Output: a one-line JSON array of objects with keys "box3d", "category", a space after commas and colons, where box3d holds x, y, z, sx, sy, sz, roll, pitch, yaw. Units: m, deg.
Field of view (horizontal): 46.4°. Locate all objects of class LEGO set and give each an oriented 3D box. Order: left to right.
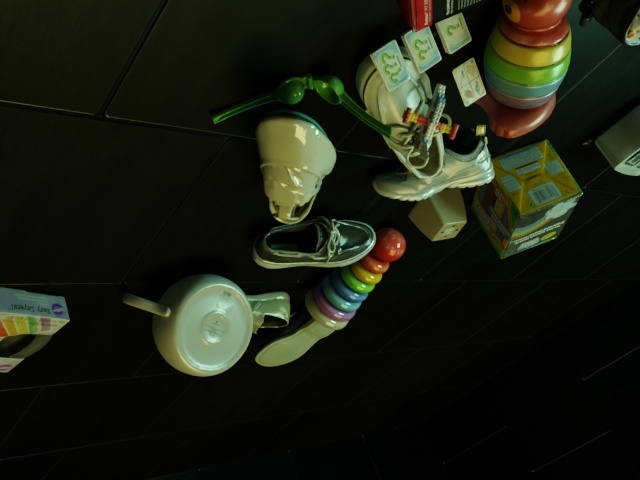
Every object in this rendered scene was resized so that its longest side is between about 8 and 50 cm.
[{"box3d": [0.214, -0.261, 1.301, 0.182, 0.060, 0.244, -34, 120, -10], "category": "LEGO set"}]

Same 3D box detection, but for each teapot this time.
[{"box3d": [-0.299, 0.189, 1.744, 0.252, 0.256, 0.187, -31, -155, -35], "category": "teapot"}]

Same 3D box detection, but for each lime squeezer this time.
[{"box3d": [-0.027, -0.235, 1.287, 0.310, 0.110, 0.059, 6, 172, 7], "category": "lime squeezer"}]

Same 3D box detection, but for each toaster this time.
[{"box3d": [0.806, -0.257, 1.907, 0.168, 0.110, 0.186, 6, 141, -44], "category": "toaster"}]

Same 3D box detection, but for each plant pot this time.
[{"box3d": [0.303, -0.061, 1.871, 0.109, 0.096, 0.109, -10, 150, -28], "category": "plant pot"}]

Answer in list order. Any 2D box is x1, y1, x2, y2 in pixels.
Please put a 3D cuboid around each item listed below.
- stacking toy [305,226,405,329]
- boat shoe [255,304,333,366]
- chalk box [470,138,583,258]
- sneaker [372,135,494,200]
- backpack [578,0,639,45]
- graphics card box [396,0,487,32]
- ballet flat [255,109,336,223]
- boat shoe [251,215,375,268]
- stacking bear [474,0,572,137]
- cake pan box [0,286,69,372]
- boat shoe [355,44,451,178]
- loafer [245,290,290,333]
[{"box3d": [0.105, 0.088, 1.968, 0.141, 0.141, 0.330, 7, 134, -46], "category": "stacking toy"}, {"box3d": [-0.067, 0.264, 2.172, 0.302, 0.091, 0.114, -31, 133, 18], "category": "boat shoe"}, {"box3d": [0.508, -0.087, 1.904, 0.180, 0.179, 0.289, -20, 154, -10], "category": "chalk box"}, {"box3d": [0.247, -0.169, 1.664, 0.281, 0.105, 0.115, -14, 119, -10], "category": "sneaker"}, {"box3d": [0.649, -0.460, 1.316, 0.263, 0.213, 0.276, -18, 152, -36], "category": "backpack"}, {"box3d": [0.281, -0.476, 1.092, 0.371, 0.094, 0.233, -23, 153, 0], "category": "graphics card box"}, {"box3d": [-0.049, -0.107, 1.331, 0.139, 0.139, 0.400, -22, 171, -5], "category": "ballet flat"}, {"box3d": [-0.001, -0.004, 1.711, 0.306, 0.113, 0.105, -1, 161, -22], "category": "boat shoe"}, {"box3d": [0.368, -0.355, 1.328, 0.164, 0.175, 0.289, -21, 146, -12], "category": "stacking bear"}, {"box3d": [-0.697, 0.188, 1.548, 0.246, 0.070, 0.267, -34, 152, 24], "category": "cake pan box"}, {"box3d": [0.171, -0.212, 1.415, 0.136, 0.156, 0.367, -26, 153, 4], "category": "boat shoe"}, {"box3d": [-0.191, 0.196, 1.945, 0.269, 0.092, 0.102, -9, 150, -27], "category": "loafer"}]
